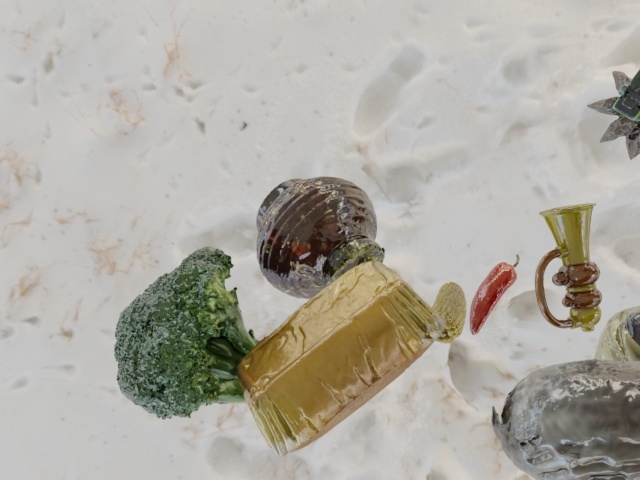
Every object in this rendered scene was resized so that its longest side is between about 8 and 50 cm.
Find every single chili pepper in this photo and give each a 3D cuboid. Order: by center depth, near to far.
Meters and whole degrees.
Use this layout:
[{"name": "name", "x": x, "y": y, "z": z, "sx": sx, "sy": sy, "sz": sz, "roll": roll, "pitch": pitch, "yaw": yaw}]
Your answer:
[{"name": "chili pepper", "x": 0.441, "y": 0.127, "z": 1.563, "sx": 0.071, "sy": 0.063, "sz": 0.272, "roll": 19, "pitch": 58, "yaw": 41}]

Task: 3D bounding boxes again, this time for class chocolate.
[{"name": "chocolate", "x": 0.246, "y": 0.127, "z": 0.424, "sx": 0.248, "sy": 0.110, "sz": 0.110, "roll": -11, "pitch": 79, "yaw": 37}]

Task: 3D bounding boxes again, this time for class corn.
[{"name": "corn", "x": 0.364, "y": 0.205, "z": 1.736, "sx": 0.102, "sy": 0.310, "sz": 0.101, "roll": 6, "pitch": 108, "yaw": 18}]

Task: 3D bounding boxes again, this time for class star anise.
[{"name": "star anise", "x": 0.754, "y": -0.284, "z": 1.420, "sx": 0.230, "sy": 0.081, "sz": 0.262, "roll": -35, "pitch": 90, "yaw": -3}]

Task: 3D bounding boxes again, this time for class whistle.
[{"name": "whistle", "x": 0.209, "y": 0.024, "z": 0.510, "sx": 0.046, "sy": 0.057, "sz": 0.109, "roll": -8, "pitch": 88, "yaw": 40}]

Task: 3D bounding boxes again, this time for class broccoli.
[{"name": "broccoli", "x": -0.182, "y": 0.151, "z": 0.934, "sx": 0.245, "sy": 0.294, "sz": 0.265, "roll": 25, "pitch": 117, "yaw": -26}]

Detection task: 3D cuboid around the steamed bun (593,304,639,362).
[{"name": "steamed bun", "x": 0.666, "y": 0.226, "z": 1.146, "sx": 0.320, "sy": 0.206, "sz": 0.275, "roll": -25, "pitch": 39, "yaw": -3}]

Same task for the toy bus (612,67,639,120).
[{"name": "toy bus", "x": 0.322, "y": -0.156, "z": 0.591, "sx": 0.031, "sy": 0.037, "sz": 0.083, "roll": 47, "pitch": 121, "yaw": 34}]

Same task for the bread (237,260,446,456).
[{"name": "bread", "x": 0.020, "y": 0.155, "z": 0.840, "sx": 0.288, "sy": 0.152, "sz": 0.119, "roll": -38, "pitch": 113, "yaw": -8}]

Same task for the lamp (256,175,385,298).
[{"name": "lamp", "x": 0.000, "y": 0.000, "z": 1.090, "sx": 0.247, "sy": 0.247, "sz": 0.246, "roll": -2, "pitch": 82, "yaw": 11}]
